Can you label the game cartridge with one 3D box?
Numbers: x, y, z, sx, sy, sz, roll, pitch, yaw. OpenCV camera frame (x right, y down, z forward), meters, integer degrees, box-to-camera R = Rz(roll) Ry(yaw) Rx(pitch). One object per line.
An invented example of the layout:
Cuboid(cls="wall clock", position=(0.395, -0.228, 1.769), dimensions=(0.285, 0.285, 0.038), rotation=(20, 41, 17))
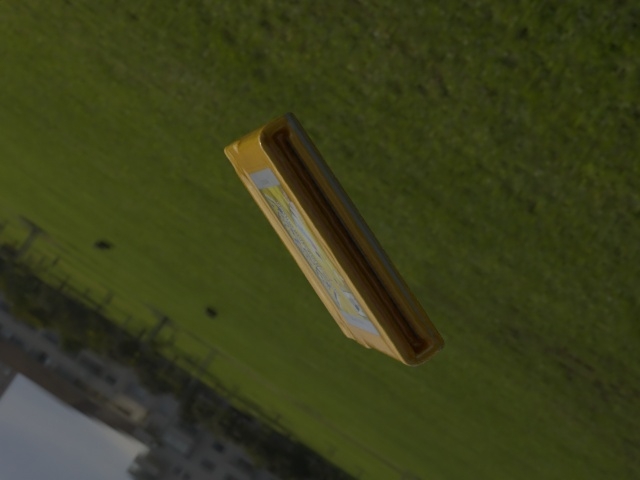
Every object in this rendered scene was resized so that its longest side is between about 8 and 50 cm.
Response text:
Cuboid(cls="game cartridge", position=(0.000, 0.000, 1.354), dimensions=(0.285, 0.053, 0.324), rotation=(56, 170, -6))
